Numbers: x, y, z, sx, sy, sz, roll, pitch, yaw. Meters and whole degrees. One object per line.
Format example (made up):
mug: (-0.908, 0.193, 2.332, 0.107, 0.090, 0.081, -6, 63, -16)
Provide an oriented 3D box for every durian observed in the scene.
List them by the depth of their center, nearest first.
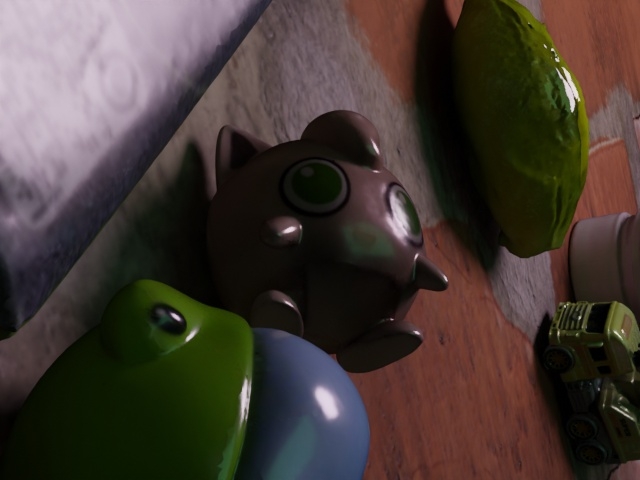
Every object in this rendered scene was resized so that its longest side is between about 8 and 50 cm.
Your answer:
durian: (0.162, -0.108, 0.873, 0.139, 0.101, 0.250, -122, -167, -77)

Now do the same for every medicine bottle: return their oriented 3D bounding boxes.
medicine bottle: (0.417, 0.027, 1.056, 0.170, 0.293, 0.170, 19, 67, -56)

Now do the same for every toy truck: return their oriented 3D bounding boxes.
toy truck: (0.285, 0.138, 0.992, 0.077, 0.100, 0.169, -53, 126, -52)

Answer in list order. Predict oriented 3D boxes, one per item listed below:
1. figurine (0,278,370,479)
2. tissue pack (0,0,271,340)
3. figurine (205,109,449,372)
figurine: (-0.041, 0.126, 0.448, 0.263, 0.143, 0.162, 64, 39, -55)
tissue pack: (-0.123, -0.188, 0.406, 0.288, 0.124, 0.394, 62, 35, -31)
figurine: (0.000, 0.000, 0.552, 0.125, 0.125, 0.138, 46, 31, -43)
